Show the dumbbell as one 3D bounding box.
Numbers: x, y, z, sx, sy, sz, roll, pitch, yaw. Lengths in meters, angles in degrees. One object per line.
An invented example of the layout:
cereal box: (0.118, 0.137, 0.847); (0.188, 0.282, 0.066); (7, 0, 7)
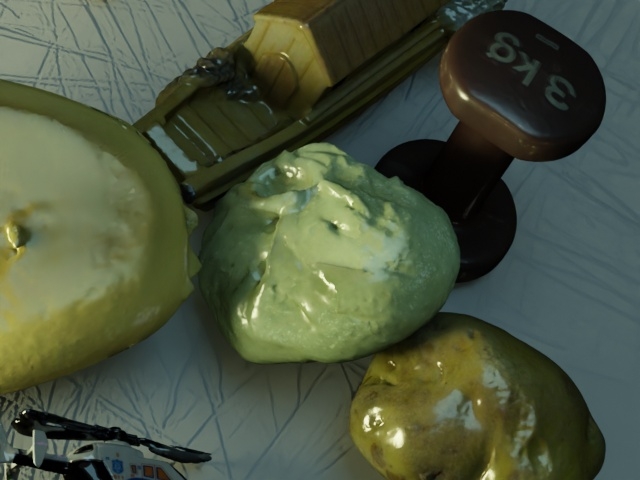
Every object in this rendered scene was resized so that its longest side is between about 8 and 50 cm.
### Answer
dumbbell: (0.132, -0.075, 1.547); (0.140, 0.225, 0.124); (34, 51, 5)

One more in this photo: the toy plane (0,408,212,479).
toy plane: (-0.167, 0.170, 1.363); (0.197, 0.053, 0.078); (17, 53, -29)

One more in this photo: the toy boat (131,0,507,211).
toy boat: (0.007, -0.161, 1.595); (0.136, 0.162, 0.445); (46, 54, 7)

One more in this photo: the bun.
bun: (0.000, 0.000, 1.463); (0.212, 0.126, 0.204); (-10, 39, 14)

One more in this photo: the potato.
potato: (0.125, 0.145, 1.464); (0.200, 0.137, 0.154); (25, 82, -4)

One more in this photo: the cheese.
cheese: (-0.244, -0.002, 1.384); (0.316, 0.128, 0.259); (4, 80, -14)
